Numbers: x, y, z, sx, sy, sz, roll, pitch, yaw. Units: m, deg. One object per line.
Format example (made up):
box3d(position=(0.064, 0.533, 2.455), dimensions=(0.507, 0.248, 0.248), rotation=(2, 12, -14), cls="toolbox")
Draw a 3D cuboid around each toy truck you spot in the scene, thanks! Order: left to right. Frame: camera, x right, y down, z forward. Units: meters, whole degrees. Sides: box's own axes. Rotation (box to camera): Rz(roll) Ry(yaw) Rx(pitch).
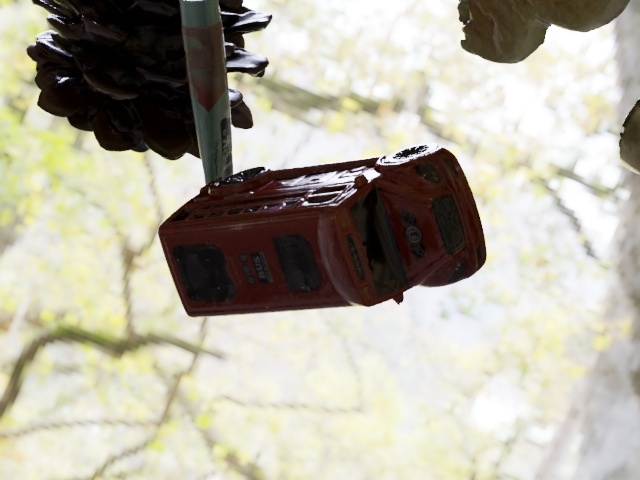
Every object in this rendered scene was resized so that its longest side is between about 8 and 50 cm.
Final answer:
box3d(position=(0.000, 0.000, 1.456), dimensions=(0.253, 0.107, 0.114), rotation=(-6, 19, 38), cls="toy truck")

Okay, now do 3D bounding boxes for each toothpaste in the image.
box3d(position=(-0.096, -0.117, 1.625), dimensions=(0.036, 0.205, 0.056), rotation=(5, 26, 21), cls="toothpaste")

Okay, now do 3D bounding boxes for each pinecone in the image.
box3d(position=(-0.166, -0.214, 1.774), dimensions=(0.264, 0.264, 0.264), rotation=(23, -1, 1), cls="pinecone")

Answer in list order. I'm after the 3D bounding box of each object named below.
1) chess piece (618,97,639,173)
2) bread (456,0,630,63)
box3d(position=(0.347, -0.053, 1.503), dimensions=(0.200, 0.090, 0.090), rotation=(33, 4, 29), cls="chess piece")
box3d(position=(0.103, -0.227, 0.989), dimensions=(0.039, 0.250, 0.182), rotation=(-17, -7, -43), cls="bread")
